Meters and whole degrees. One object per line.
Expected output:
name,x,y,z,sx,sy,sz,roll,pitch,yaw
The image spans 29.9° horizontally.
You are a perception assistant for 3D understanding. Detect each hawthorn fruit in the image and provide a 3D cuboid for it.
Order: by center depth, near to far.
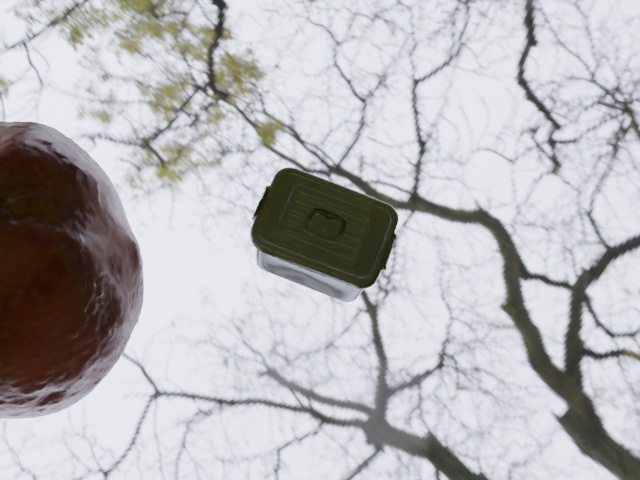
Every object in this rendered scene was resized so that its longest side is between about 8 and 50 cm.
hawthorn fruit,-0.221,0.032,0.863,0.205,0.205,0.253,-30,-23,-9

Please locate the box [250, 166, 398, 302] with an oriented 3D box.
box,0.000,0.000,1.040,0.122,0.069,0.084,22,-115,1
